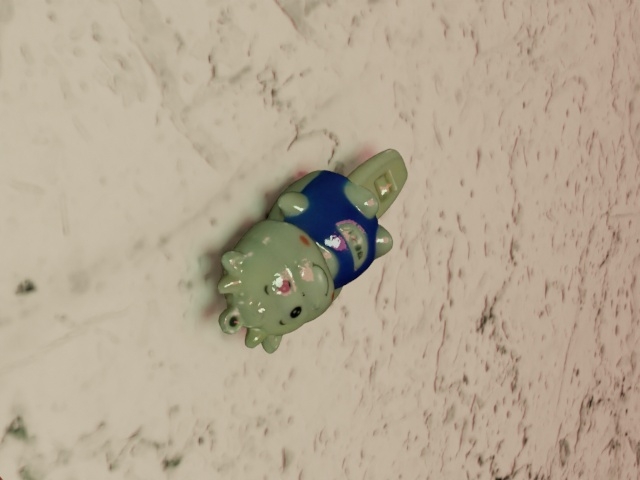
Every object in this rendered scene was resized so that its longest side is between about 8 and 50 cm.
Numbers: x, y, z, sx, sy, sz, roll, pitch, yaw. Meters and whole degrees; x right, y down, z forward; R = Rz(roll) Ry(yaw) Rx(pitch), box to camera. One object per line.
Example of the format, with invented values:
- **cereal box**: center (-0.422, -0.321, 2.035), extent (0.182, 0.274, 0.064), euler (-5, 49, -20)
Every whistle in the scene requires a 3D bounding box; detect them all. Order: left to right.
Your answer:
- **whistle**: center (0.000, 0.000, 0.847), extent (0.244, 0.092, 0.110), euler (-41, 121, -33)

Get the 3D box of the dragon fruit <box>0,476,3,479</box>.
- **dragon fruit**: center (-0.316, 0.165, 0.523), extent (0.274, 0.161, 0.126), euler (-34, 95, -34)
